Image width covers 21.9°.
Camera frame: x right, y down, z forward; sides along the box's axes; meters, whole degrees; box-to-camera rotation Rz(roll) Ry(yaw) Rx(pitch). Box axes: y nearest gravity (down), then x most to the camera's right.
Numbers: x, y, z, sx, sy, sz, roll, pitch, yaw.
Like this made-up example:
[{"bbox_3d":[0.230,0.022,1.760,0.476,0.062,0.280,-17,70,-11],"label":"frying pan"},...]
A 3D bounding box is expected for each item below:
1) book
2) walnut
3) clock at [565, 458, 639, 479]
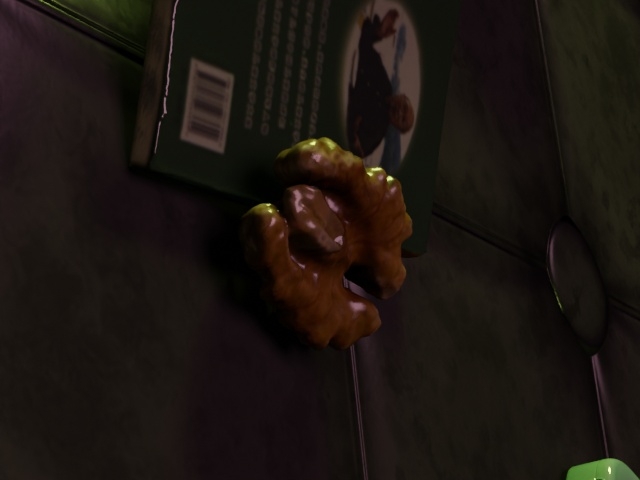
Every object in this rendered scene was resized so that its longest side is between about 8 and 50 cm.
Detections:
[{"bbox_3d":[-0.006,-0.143,1.284,0.371,0.043,0.260,18,78,-55],"label":"book"},{"bbox_3d":[0.000,0.000,1.225,0.143,0.069,0.170,-58,138,-19],"label":"walnut"},{"bbox_3d":[0.297,0.314,1.604,0.188,0.060,0.148,50,35,-35],"label":"clock"}]
